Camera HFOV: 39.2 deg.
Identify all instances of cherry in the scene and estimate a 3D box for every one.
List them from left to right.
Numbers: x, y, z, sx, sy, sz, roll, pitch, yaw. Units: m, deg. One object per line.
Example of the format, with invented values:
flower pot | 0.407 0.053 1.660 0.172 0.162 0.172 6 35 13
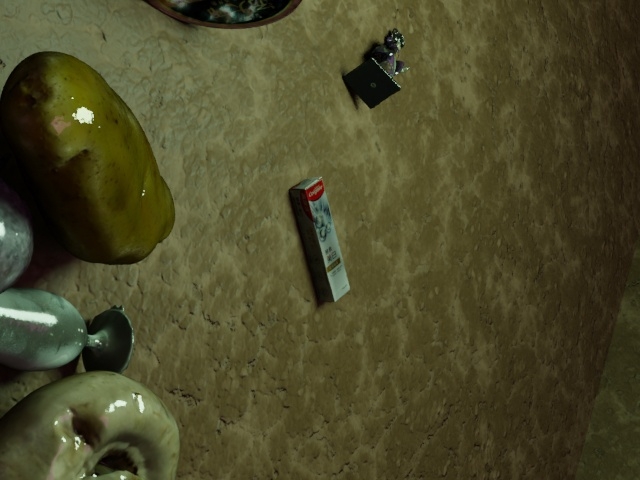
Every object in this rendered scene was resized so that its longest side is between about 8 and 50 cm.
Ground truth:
cherry | -0.396 -0.010 0.913 0.195 0.195 0.195 -3 94 -53

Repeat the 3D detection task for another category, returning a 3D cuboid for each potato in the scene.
potato | -0.267 -0.086 1.015 0.369 0.176 0.195 86 21 -71

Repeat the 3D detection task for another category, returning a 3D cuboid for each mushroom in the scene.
mushroom | -0.246 0.303 1.033 0.292 0.290 0.292 -25 123 -46

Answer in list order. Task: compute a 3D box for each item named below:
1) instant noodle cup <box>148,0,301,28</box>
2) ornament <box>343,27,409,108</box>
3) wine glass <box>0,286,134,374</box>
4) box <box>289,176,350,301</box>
instant noodle cup | -0.131 -0.457 1.239 0.244 0.244 0.255 19 67 -52
ornament | 0.131 -0.335 1.692 0.081 0.088 0.203 51 40 -13
wine glass | -0.330 0.107 1.074 0.222 0.103 0.103 24 72 -53
box | 0.000 0.000 1.564 0.055 0.039 0.218 -38 120 -45
